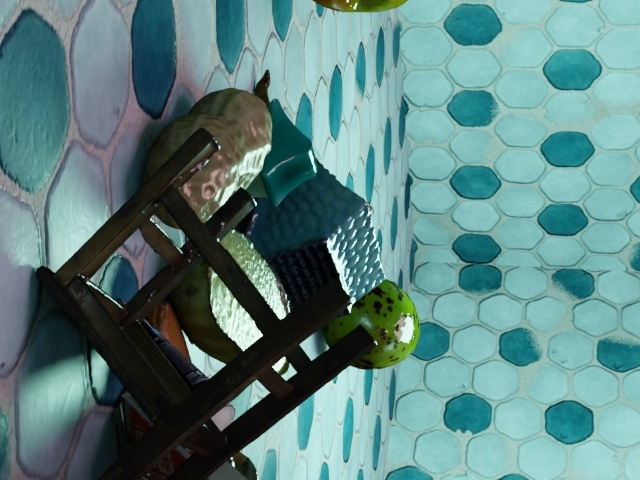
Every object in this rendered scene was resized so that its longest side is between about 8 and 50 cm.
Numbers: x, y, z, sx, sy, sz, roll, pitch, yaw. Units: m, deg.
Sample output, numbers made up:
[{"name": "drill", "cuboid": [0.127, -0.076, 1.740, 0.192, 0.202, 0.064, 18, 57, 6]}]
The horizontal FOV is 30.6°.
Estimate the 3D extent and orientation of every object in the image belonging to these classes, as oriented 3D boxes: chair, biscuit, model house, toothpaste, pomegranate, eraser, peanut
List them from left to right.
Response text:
[{"name": "chair", "cuboid": [-0.186, 0.130, 1.157, 0.240, 0.416, 0.203, 49, -5, 19]}, {"name": "toothpaste", "cuboid": [-0.166, 0.141, 1.300, 0.045, 0.193, 0.071, -34, 145, -20]}, {"name": "biscuit", "cuboid": [-0.182, 0.193, 1.438, 0.192, 0.036, 0.186, 80, 8, -50]}, {"name": "eraser", "cuboid": [-0.147, 0.280, 1.304, 0.038, 0.230, 0.157, -20, 122, -31]}, {"name": "peanut", "cuboid": [-0.139, -0.101, 1.455, 0.298, 0.120, 0.136, -57, 143, -65]}, {"name": "model house", "cuboid": [-0.082, -0.125, 1.668, 0.100, 0.149, 0.127, 78, 17, -64]}, {"name": "model house", "cuboid": [-0.058, 0.025, 1.842, 0.241, 0.226, 0.261, -43, 148, -16]}, {"name": "pomegranate", "cuboid": [0.093, 0.150, 2.587, 0.285, 0.231, 0.231, 65, 5, 13]}]

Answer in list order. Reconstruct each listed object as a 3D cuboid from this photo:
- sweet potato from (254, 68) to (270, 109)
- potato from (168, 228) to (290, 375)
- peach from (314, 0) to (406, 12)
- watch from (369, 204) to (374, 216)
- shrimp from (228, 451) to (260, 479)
[{"name": "sweet potato", "cuboid": [-0.096, -0.212, 1.869, 0.041, 0.038, 0.153, 114, -10, -45]}, {"name": "potato", "cuboid": [-0.131, 0.092, 1.558, 0.271, 0.111, 0.160, 49, 36, -55]}, {"name": "peach", "cuboid": [0.067, -0.552, 1.981, 0.308, 0.308, 0.332, 65, 24, -67]}, {"name": "watch", "cuboid": [-0.005, -0.008, 2.123, 0.200, 0.171, 0.196, 99, 7, -86]}, {"name": "shrimp", "cuboid": [-0.146, 0.399, 1.456, 0.221, 0.110, 0.445, -45, -167, 21]}]
